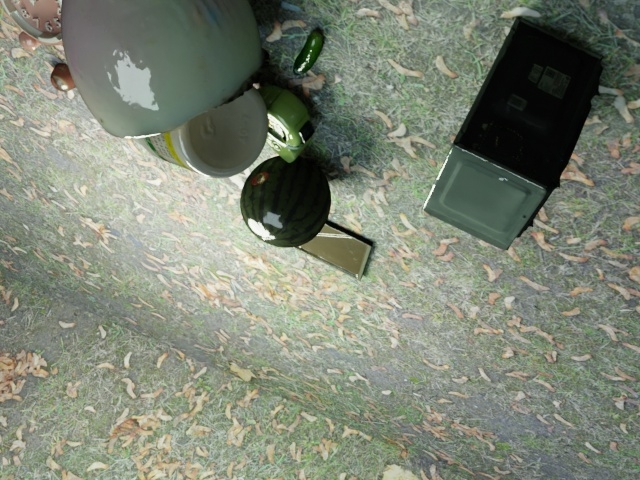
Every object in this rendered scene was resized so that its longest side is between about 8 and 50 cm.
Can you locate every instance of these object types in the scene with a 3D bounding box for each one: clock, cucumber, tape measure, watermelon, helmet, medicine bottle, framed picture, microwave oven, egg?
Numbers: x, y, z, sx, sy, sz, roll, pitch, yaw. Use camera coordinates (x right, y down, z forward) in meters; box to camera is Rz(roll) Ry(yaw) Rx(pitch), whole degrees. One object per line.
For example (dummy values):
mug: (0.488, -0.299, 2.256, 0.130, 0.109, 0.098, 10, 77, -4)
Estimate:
clock: (-0.555, -0.525, 1.947, 0.227, 0.142, 0.241, 8, 136, 33)
cucumber: (-0.025, -0.355, 1.837, 0.037, 0.037, 0.155, 32, 152, -5)
tape measure: (-0.087, -0.258, 1.992, 0.177, 0.087, 0.154, 41, 159, -11)
watermelon: (-0.076, -0.091, 2.129, 0.212, 0.212, 0.212, 22, 151, 13)
helmet: (-0.630, -0.387, 2.310, 0.065, 0.049, 0.084, 19, 150, 14)
medicine bottle: (-0.278, -0.258, 1.973, 0.339, 0.208, 0.208, 22, 157, 52)
framed picture: (0.000, -0.001, 2.409, 0.265, 0.018, 0.192, 26, 152, 6)
microwave oven: (0.322, -0.169, 1.552, 0.181, 0.295, 0.237, 27, 152, 4)
egg: (-0.309, -0.408, 1.691, 0.354, 0.354, 0.340, 4, 130, 38)
